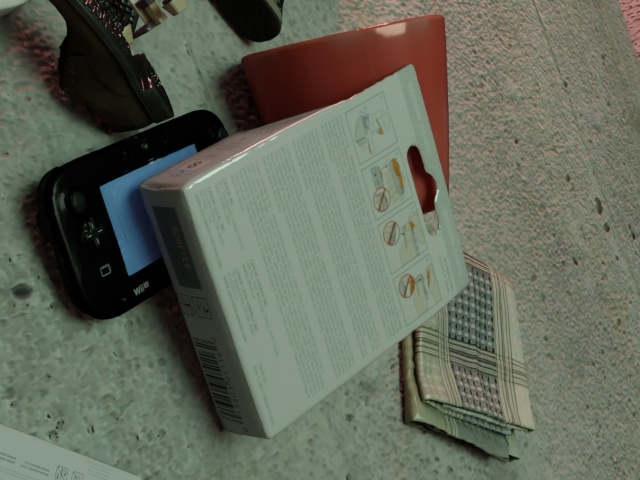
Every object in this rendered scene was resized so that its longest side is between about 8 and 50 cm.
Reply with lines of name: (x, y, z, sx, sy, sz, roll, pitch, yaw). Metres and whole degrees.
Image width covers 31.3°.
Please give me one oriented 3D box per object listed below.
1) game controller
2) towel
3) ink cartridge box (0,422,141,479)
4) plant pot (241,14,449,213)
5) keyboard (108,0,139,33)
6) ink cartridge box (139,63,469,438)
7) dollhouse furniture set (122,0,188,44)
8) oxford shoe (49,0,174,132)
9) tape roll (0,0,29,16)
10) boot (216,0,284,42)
game controller: (-0.183, -0.035, 1.254, 0.319, 0.067, 0.166, -35, 103, -54)
towel: (0.227, 0.163, 1.754, 0.312, 0.056, 0.324, 28, 54, -46)
ink cartridge box: (-0.265, 0.287, 1.004, 0.223, 0.045, 0.224, 35, 49, -41)
plant pot: (0.050, -0.148, 1.491, 0.275, 0.275, 0.243, -23, 104, -56)
keyboard: (-0.240, -0.332, 1.352, 0.108, 0.023, 0.180, 40, 44, -38)
ink cartridge box: (0.000, 0.000, 1.331, 0.385, 0.091, 0.308, -33, 115, -38)
dollhouse furniture set: (-0.225, -0.258, 1.267, 0.114, 0.091, 0.081, -46, 111, -35)
oxford shoe: (-0.242, -0.192, 1.196, 0.083, 0.096, 0.227, -109, 174, -46)
tape roll: (-0.403, -0.391, 1.104, 0.392, 0.072, 0.392, 28, 54, -47)
boot: (-0.108, -0.403, 1.520, 0.236, 0.085, 0.178, 57, 34, -32)
